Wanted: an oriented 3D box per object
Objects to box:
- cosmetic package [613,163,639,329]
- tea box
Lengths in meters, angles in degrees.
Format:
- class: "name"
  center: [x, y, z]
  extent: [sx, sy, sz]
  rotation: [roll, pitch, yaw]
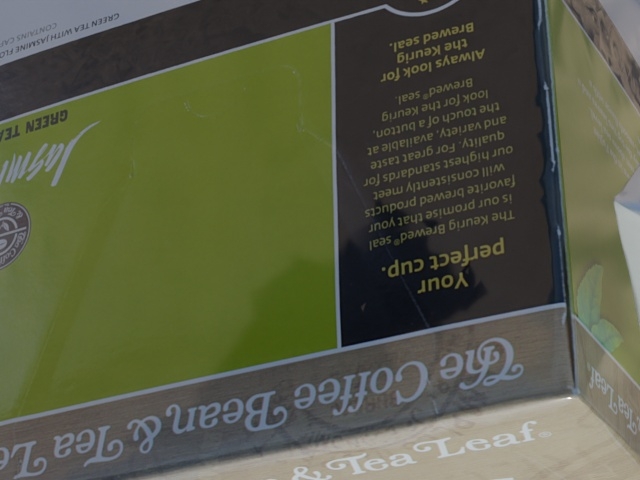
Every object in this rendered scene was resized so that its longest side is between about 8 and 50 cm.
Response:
- class: "cosmetic package"
  center: [0.297, -0.078, 0.676]
  extent: [0.365, 0.197, 0.155]
  rotation: [-53, 154, -13]
- class: "tea box"
  center: [0.000, 0.000, 0.887]
  extent: [0.329, 0.324, 0.220]
  rotation: [-13, 149, 24]
